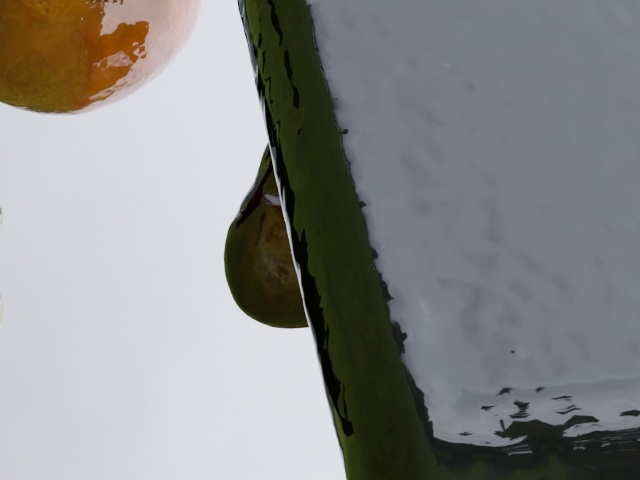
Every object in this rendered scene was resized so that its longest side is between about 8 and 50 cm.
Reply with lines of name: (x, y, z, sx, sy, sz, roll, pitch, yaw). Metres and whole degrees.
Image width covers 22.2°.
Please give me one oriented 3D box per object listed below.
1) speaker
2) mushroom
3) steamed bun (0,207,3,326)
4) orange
speaker: (0.052, -0.052, 0.530, 0.184, 0.180, 0.388, 100, -19, -50)
mushroom: (0.000, 0.000, 1.512, 0.148, 0.227, 0.217, 26, -18, 11)
steamed bun: (-0.285, 0.000, 0.772, 0.276, 0.289, 0.203, 3, -90, 33)
orange: (-0.254, -0.255, 1.552, 0.284, 0.284, 0.226, 53, -28, 23)
